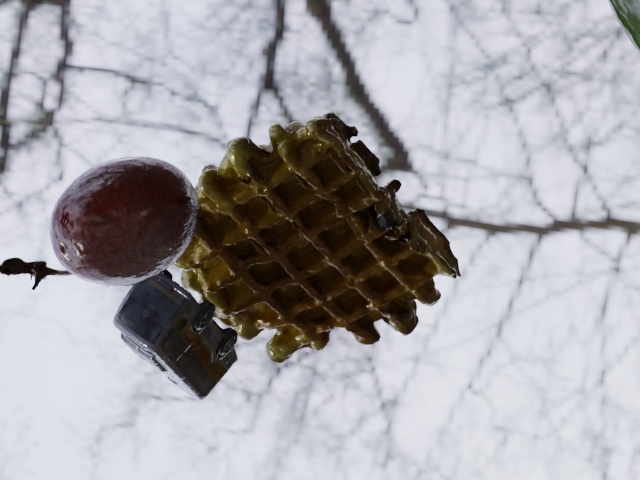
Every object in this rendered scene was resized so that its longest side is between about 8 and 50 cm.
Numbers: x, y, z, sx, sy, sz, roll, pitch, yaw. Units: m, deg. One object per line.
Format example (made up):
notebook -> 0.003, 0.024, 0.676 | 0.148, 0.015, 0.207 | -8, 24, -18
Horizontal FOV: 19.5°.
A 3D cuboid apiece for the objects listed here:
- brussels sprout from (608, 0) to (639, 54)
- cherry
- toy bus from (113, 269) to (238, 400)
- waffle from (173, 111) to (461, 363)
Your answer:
brussels sprout -> 0.314, -0.198, 0.927 | 0.281, 0.289, 0.354 | -38, -16, -45
cherry -> -0.173, 0.001, 1.378 | 0.107, 0.225, 0.090 | -23, -93, -51
toy bus -> -0.128, 0.083, 1.662 | 0.075, 0.064, 0.190 | -52, -20, -7
waffle -> -0.001, -0.001, 1.735 | 0.283, 0.065, 0.309 | 4, -43, -13
